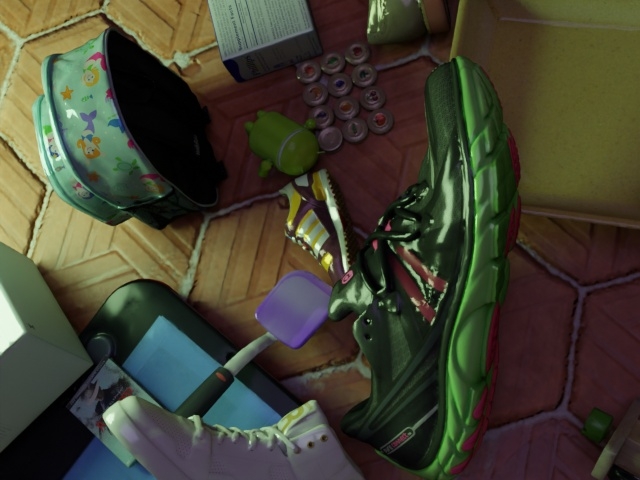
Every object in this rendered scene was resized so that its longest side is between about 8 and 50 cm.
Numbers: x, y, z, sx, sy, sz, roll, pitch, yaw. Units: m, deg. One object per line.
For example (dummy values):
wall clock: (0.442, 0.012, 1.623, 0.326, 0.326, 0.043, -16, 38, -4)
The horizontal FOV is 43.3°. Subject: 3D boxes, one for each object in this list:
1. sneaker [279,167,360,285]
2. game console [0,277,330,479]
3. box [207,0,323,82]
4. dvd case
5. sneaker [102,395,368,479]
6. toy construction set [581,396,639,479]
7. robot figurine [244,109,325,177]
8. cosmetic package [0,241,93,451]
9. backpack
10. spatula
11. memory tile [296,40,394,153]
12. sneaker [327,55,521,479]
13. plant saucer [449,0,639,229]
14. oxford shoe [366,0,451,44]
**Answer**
sneaker: (0.000, 0.000, 1.054, 0.084, 0.069, 0.185, -20, 66, 15)
game console: (-0.202, 0.274, 1.027, 0.386, 0.060, 0.342, 37, 86, 19)
box: (-0.080, -0.312, 1.145, 0.137, 0.072, 0.126, -17, 73, 7)
dvd case: (-0.256, 0.216, 1.024, 0.119, 0.013, 0.087, 38, 91, 19)
sneaker: (-0.080, 0.223, 0.891, 0.292, 0.108, 0.169, 42, 85, -19)
toy construction set: (0.422, 0.177, 0.849, 0.237, 0.257, 0.309, 25, 58, 32)
robot figurine: (-0.050, -0.131, 1.088, 0.115, 0.067, 0.101, 34, 67, 29)
cosmetic package: (-0.456, 0.142, 1.049, 0.224, 0.138, 0.224, -44, 56, 2)
backpack: (-0.257, -0.141, 1.044, 0.191, 0.253, 0.225, -18, 73, 7)
spatula: (-0.097, 0.148, 0.987, 0.084, 0.030, 0.296, 37, 62, 19)
memory tile: (0.032, -0.201, 1.123, 0.113, 0.012, 0.148, -19, 73, 7)
sneaker: (0.109, 0.031, 0.908, 0.202, 0.185, 0.483, 9, 95, 18)
plant saucer: (0.325, -0.175, 1.016, 0.333, 0.081, 0.333, 9, 79, 14)
oxford shoe: (0.081, -0.435, 1.118, 0.130, 0.123, 0.348, -15, 72, 14)
